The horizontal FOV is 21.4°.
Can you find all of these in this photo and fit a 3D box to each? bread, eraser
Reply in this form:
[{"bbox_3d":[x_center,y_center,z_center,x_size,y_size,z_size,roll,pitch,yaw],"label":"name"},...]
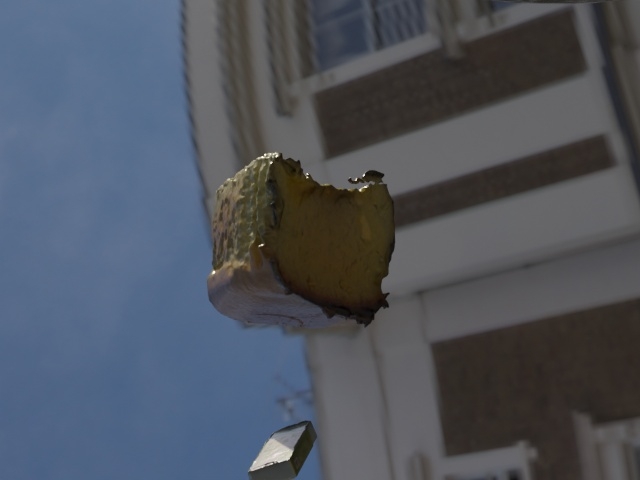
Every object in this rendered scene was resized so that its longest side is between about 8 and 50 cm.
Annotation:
[{"bbox_3d":[0.000,0.000,1.437,0.160,0.169,0.140,5,-100,-16],"label":"bread"},{"bbox_3d":[-0.029,0.168,1.333,0.019,0.038,0.083,66,-162,-9],"label":"eraser"}]

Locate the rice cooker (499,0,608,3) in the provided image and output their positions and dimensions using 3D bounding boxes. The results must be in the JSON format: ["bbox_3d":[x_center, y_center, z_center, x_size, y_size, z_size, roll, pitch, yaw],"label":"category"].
[{"bbox_3d":[0.022,-0.247,0.431,0.335,0.325,0.335,-10,-60,-19],"label":"rice cooker"}]
